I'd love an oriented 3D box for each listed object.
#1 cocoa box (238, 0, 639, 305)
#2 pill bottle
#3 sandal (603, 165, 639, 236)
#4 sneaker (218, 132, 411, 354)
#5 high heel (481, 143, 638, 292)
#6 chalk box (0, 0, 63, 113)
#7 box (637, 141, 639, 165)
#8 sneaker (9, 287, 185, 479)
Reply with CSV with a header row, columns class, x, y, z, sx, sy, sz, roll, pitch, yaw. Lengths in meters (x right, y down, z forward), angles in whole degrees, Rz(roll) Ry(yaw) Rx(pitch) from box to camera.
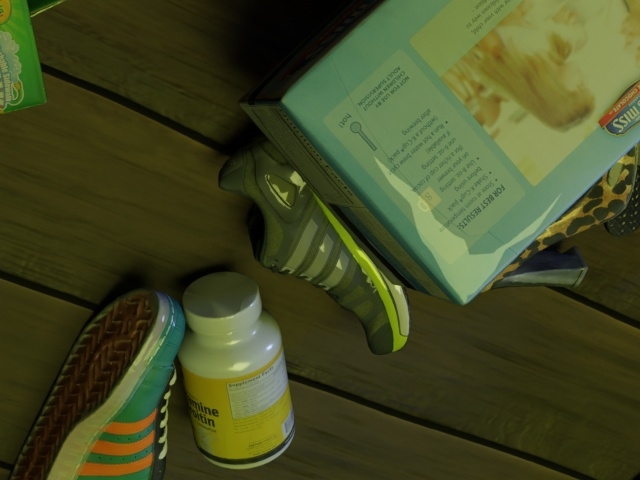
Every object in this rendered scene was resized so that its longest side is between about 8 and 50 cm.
class,x,y,z,sx,sy,sz,roll,pitch,yaw
cocoa box,0.141,-0.147,1.496,0.347,0.228,0.231,-43,100,-6
pill bottle,-0.085,0.125,1.742,0.103,0.103,0.184,-17,126,-12
sandal,0.314,-0.092,1.816,0.067,0.040,0.179,-6,109,-26
sneaker,0.000,0.000,1.710,0.121,0.111,0.300,-21,125,8
high heel,0.204,-0.056,1.755,0.186,0.093,0.261,1,125,-23
chalk box,-0.297,-0.178,1.432,0.213,0.132,0.132,-14,126,-13
box,0.466,-0.129,1.746,0.290,0.169,0.087,-10,101,-22
sneaker,-0.191,0.171,1.732,0.121,0.108,0.302,16,122,-31
